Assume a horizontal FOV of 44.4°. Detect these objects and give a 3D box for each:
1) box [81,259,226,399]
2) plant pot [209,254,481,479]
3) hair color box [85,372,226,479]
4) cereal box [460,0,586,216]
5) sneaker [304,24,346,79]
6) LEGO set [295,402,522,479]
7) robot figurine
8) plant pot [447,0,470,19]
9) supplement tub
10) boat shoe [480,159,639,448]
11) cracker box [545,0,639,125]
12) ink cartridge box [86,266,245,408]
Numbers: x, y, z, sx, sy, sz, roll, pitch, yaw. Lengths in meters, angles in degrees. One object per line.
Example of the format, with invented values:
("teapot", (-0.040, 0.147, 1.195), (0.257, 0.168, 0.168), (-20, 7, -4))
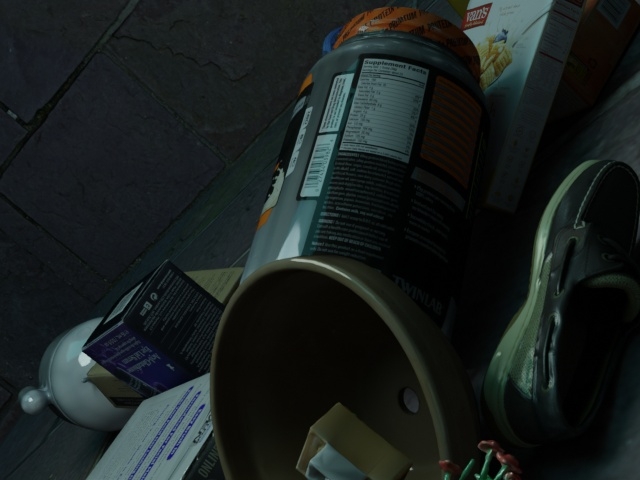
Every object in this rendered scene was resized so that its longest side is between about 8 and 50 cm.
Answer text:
("box", (-0.178, 0.146, 1.020), (0.153, 0.207, 0.108), (-33, 21, 50))
("plant pot", (0.031, 0.123, 0.556), (0.109, 0.237, 0.237), (-8, -18, -42))
("hair color box", (-0.149, 0.252, 0.865), (0.339, 0.110, 0.185), (-32, 20, 53))
("cereal box", (0.184, -0.154, 0.849), (0.173, 0.047, 0.240), (23, 95, 68))
("sneaker", (0.048, -0.273, 1.199), (0.087, 0.083, 0.221), (-23, 31, 31))
("LEGO set", (0.122, 0.134, 0.321), (0.107, 0.132, 0.287), (-47, 35, -18))
("robot figurine", (-0.401, 0.244, 1.440), (0.299, 0.200, 0.353), (-23, 1, -27))
("plant pot", (0.294, -0.386, 1.071), (0.212, 0.212, 0.187), (-47, 28, 5))
("supplement tub", (0.052, -0.050, 0.740), (0.193, 0.193, 0.316), (-27, 42, 56))
("boat shoe", (0.181, 0.037, 0.524), (0.073, 0.080, 0.224), (-13, 43, 58))
("cracker box", (0.252, -0.200, 0.941), (0.156, 0.067, 0.232), (-56, 15, -23))
("ink cartridge box", (-0.222, 0.154, 1.245), (0.193, 0.088, 0.235), (-6, 38, 34))
